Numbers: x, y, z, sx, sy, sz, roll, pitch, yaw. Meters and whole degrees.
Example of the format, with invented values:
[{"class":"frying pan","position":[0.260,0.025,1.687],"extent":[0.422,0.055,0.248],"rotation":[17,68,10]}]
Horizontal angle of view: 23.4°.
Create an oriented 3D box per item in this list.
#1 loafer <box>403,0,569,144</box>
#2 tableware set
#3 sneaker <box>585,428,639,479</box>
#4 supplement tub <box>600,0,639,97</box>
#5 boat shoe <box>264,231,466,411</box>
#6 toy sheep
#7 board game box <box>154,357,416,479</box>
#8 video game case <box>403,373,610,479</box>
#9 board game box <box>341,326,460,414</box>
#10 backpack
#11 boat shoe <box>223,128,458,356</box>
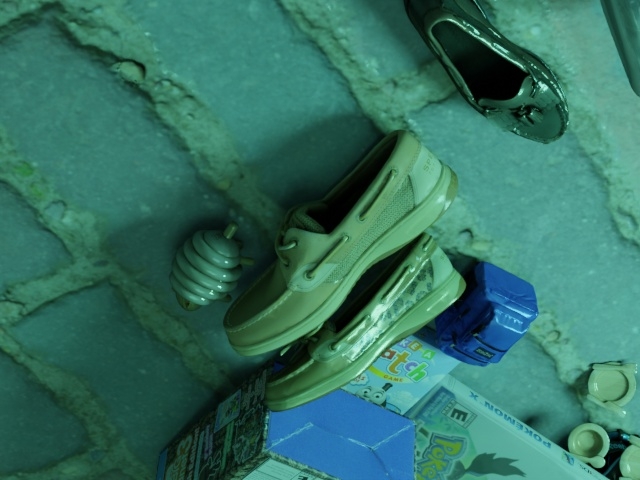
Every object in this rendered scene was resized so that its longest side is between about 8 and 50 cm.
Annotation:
[{"class":"loafer","position":[0.184,-0.181,1.690],"extent":[0.096,0.084,0.267],"rotation":[-35,125,22]},{"class":"tableware set","position":[0.409,0.247,2.060],"extent":[0.141,0.020,0.168],"rotation":[18,101,4]},{"class":"sneaker","position":[0.455,0.325,2.123],"extent":[0.341,0.125,0.139],"rotation":[-17,125,5]},{"class":"supplement tub","position":[0.451,-0.284,1.551],"extent":[0.338,0.207,0.207],"rotation":[-18,129,9]},{"class":"boat shoe","position":[0.040,0.102,1.869],"extent":[0.285,0.104,0.089],"rotation":[-36,101,-13]},{"class":"toy sheep","position":[-0.132,0.030,1.842],"extent":[0.091,0.091,0.132],"rotation":[21,111,-22]},{"class":"board game box","position":[-0.051,0.315,2.013],"extent":[0.232,0.141,0.291],"rotation":[26,135,-24]},{"class":"video game case","position":[0.196,0.367,2.124],"extent":[0.300,0.036,0.329],"rotation":[33,122,-5]},{"class":"board game box","position":[0.054,0.177,2.011],"extent":[0.160,0.039,0.211],"rotation":[28,121,-26]},{"class":"backpack","position":[0.198,0.102,1.924],"extent":[0.098,0.101,0.120],"rotation":[29,125,-19]},{"class":"boat shoe","position":[0.000,0.000,1.813],"extent":[0.341,0.121,0.110],"rotation":[-41,118,14]}]
